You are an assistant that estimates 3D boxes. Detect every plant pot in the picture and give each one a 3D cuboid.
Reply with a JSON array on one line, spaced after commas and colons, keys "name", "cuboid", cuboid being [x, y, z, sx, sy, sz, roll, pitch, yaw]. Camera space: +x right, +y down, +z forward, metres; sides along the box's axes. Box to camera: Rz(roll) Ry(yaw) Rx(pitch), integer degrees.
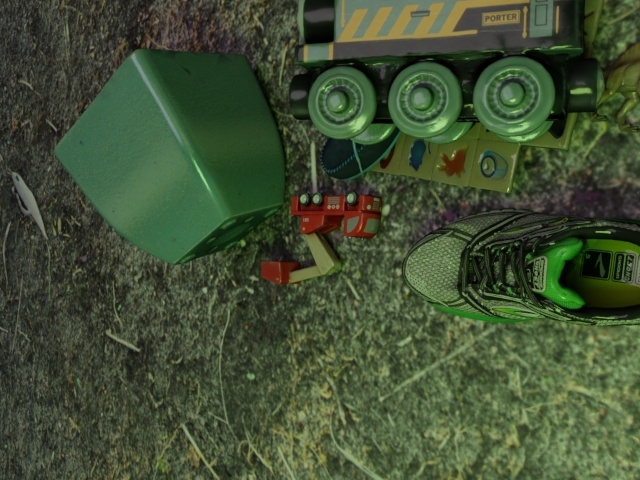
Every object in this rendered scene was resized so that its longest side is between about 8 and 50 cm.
[{"name": "plant pot", "cuboid": [-0.199, -0.111, 1.023, 0.248, 0.247, 0.252, -36, 82, 33]}]

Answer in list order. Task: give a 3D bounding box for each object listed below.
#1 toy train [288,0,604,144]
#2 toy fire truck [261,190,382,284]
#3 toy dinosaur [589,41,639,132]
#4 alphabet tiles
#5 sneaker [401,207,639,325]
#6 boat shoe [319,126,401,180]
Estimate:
[{"name": "toy train", "cuboid": [0.123, -0.200, 0.704, 0.333, 0.142, 0.190, 3, 95, 22]}, {"name": "toy fire truck", "cuboid": [0.000, 0.000, 0.954, 0.192, 0.047, 0.135, 2, 88, 41]}, {"name": "toy dinosaur", "cuboid": [0.319, -0.165, 0.698, 0.183, 0.053, 0.093, 5, 78, 56]}, {"name": "alphabet tiles", "cuboid": [0.170, -0.213, 0.823, 0.342, 0.011, 0.285, 17, 98, 48]}, {"name": "sneaker", "cuboid": [0.226, 0.021, 0.689, 0.343, 0.146, 0.134, -4, 83, 42]}, {"name": "boat shoe", "cuboid": [0.068, -0.188, 0.856, 0.258, 0.089, 0.109, -53, 50, 29]}]
